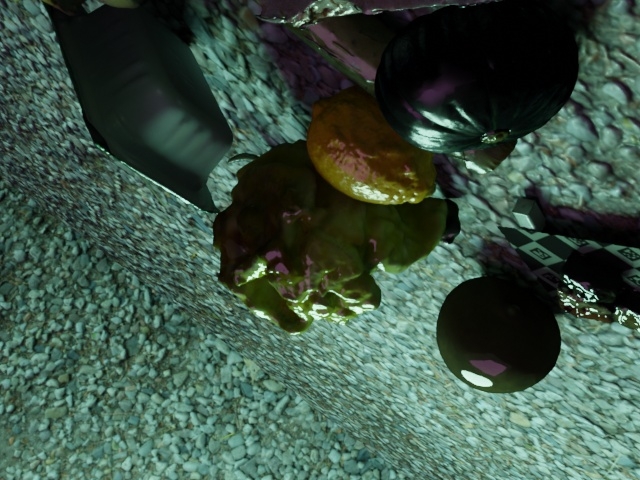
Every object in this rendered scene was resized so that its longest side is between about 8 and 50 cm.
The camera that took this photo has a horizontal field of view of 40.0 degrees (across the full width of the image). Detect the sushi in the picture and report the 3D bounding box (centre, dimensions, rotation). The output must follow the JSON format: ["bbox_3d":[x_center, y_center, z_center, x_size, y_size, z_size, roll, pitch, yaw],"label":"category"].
[{"bbox_3d":[0.357,0.075,1.134,0.231,0.047,0.219,12,155,47],"label":"sushi"}]

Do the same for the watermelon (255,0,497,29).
[{"bbox_3d":[0.080,-0.257,0.737,0.305,0.180,0.224,10,161,46],"label":"watermelon"}]

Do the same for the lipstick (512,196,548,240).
[{"bbox_3d":[0.280,-0.014,1.139,0.025,0.025,0.107,15,155,43],"label":"lipstick"}]

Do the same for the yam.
[{"bbox_3d":[0.066,-0.208,1.006,0.371,0.083,0.083,37,159,-3],"label":"yam"}]

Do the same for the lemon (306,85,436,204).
[{"bbox_3d":[0.068,-0.116,1.094,0.187,0.142,0.142,36,159,-1],"label":"lemon"}]

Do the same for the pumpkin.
[{"bbox_3d":[0.149,-0.157,0.849,0.150,0.194,0.194,61,155,-4],"label":"pumpkin"}]

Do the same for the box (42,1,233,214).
[{"bbox_3d":[-0.234,-0.216,1.230,0.264,0.106,0.337,33,-157,-53],"label":"box"}]

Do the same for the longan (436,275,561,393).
[{"bbox_3d":[0.261,0.142,1.303,0.189,0.189,0.189,31,158,14],"label":"longan"}]

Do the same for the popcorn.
[{"bbox_3d":[-0.007,-0.001,1.230,0.293,0.293,0.237,18,-173,39],"label":"popcorn"}]

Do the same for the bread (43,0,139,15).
[{"bbox_3d":[-0.328,-0.418,1.050,0.333,0.160,0.333,27,162,10],"label":"bread"}]

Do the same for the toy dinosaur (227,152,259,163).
[{"bbox_3d":[-0.050,-0.064,1.490,0.247,0.075,0.188,32,166,-4],"label":"toy dinosaur"}]
